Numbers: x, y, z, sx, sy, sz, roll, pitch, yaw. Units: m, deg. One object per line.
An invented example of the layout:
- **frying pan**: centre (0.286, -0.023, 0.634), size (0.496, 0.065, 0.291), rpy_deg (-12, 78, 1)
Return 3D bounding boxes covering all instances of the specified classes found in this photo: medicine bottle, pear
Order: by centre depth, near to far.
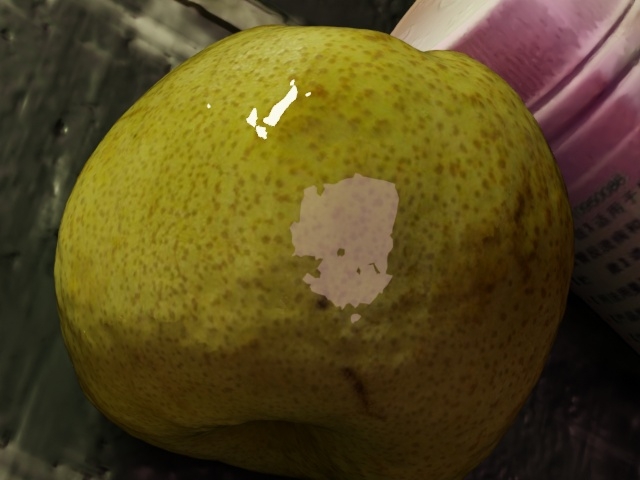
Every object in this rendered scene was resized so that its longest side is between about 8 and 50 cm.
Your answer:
- **pear**: centre (0.000, 0.000, 0.809), size (0.228, 0.188, 0.211), rpy_deg (22, 67, -23)
- **medicine bottle**: centre (0.164, -0.049, 0.954), size (0.254, 0.152, 0.152), rpy_deg (44, 57, -14)
